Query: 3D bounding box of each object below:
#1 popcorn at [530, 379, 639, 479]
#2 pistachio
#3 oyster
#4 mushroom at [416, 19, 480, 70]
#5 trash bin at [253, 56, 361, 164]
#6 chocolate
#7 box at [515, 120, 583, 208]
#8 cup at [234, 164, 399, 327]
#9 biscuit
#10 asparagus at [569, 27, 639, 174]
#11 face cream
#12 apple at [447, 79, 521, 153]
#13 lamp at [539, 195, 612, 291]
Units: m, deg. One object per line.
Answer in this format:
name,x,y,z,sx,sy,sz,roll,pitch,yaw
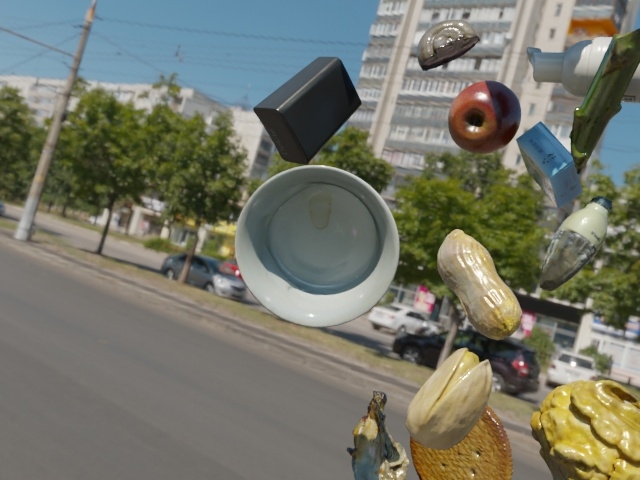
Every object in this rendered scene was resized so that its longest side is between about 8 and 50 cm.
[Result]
popcorn,0.477,0.350,1.186,0.250,0.190,0.250,52,-10,13
pistachio,0.240,0.297,1.264,0.117,0.201,0.145,40,16,19
oyster,0.159,0.549,1.742,0.096,0.221,0.361,6,21,-13
mushroom,0.365,-0.588,2.043,0.188,0.117,0.141,-28,-23,5
trash bin,-0.025,-0.323,1.683,0.115,0.225,0.165,15,-35,49
chocolate,0.380,0.108,1.680,0.134,0.134,0.309,20,38,-45
box,0.590,-0.190,1.767,0.143,0.083,0.232,59,13,27
cup,0.000,0.000,1.506,0.347,0.347,0.163,15,14,4
biscuit,0.336,0.509,1.661,0.038,0.306,0.305,2,6,-40
asparagus,0.601,-0.300,1.466,0.082,0.343,0.085,-25,52,-38
face cream,0.647,-0.387,1.565,0.369,0.146,0.145,8,-7,27
apple,0.407,-0.307,1.715,0.180,0.181,0.168,14,17,26
lamp,0.567,0.009,1.532,0.101,0.250,0.101,34,-7,5
